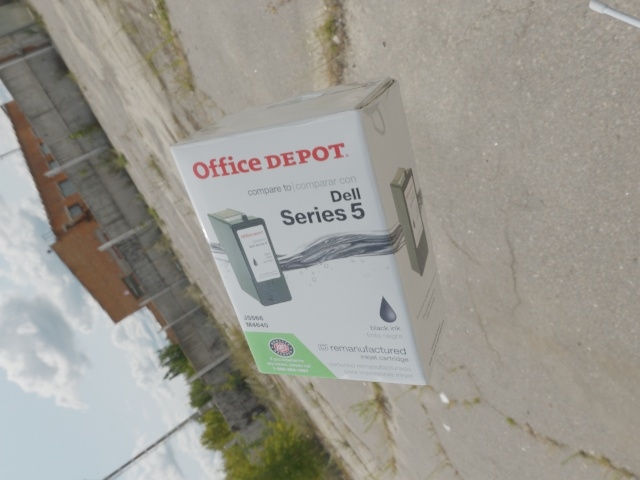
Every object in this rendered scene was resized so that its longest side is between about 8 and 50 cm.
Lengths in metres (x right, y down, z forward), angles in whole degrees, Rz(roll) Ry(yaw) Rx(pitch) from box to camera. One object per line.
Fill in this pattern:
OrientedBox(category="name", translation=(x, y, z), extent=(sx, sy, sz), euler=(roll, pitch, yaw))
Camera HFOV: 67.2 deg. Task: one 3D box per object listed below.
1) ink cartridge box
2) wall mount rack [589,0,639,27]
OrientedBox(category="ink cartridge box", translation=(0.000, 0.000, 0.486), extent=(0.198, 0.115, 0.273), euler=(-4, 116, 28))
OrientedBox(category="wall mount rack", translation=(0.582, -0.436, 0.748), extent=(0.130, 0.304, 0.350), euler=(26, 121, -2))
